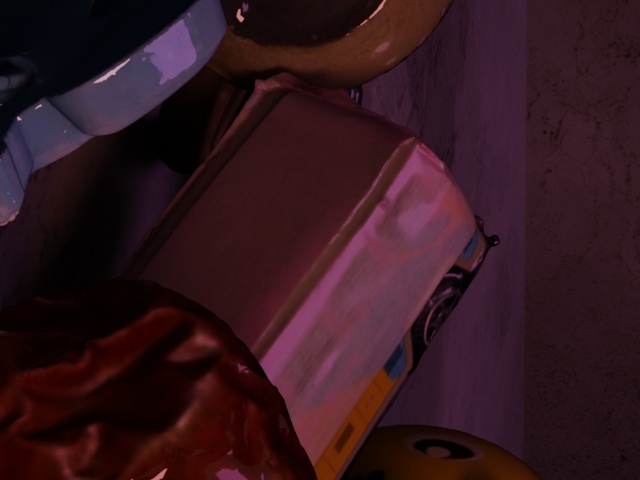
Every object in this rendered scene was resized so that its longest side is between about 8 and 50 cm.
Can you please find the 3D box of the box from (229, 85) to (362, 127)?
[{"bbox_3d":[-0.037,-0.016,1.297,0.050,0.160,0.230,15,77,-31],"label":"box"}]

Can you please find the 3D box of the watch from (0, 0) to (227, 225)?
[{"bbox_3d":[-0.174,-0.124,0.734,0.193,0.211,0.211,62,29,-25],"label":"watch"}]

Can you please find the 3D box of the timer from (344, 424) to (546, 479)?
[{"bbox_3d":[0.052,0.306,1.411,0.387,0.376,0.376,40,43,-22],"label":"timer"}]

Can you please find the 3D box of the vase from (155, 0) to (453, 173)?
[{"bbox_3d":[-0.034,-0.196,1.177,0.329,0.241,0.302,-61,-175,14],"label":"vase"}]

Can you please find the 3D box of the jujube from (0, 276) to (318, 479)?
[{"bbox_3d":[-0.099,0.196,0.806,0.216,0.216,0.342,-60,145,-57],"label":"jujube"}]

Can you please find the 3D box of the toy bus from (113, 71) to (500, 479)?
[{"bbox_3d":[-0.064,0.081,1.024,0.386,0.171,0.162,-55,143,-19],"label":"toy bus"}]
